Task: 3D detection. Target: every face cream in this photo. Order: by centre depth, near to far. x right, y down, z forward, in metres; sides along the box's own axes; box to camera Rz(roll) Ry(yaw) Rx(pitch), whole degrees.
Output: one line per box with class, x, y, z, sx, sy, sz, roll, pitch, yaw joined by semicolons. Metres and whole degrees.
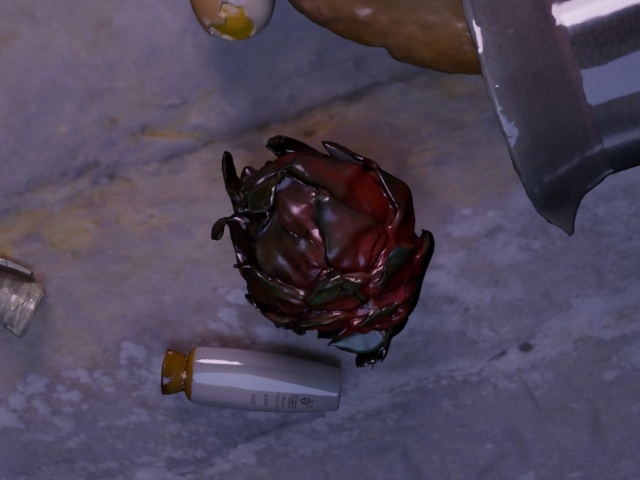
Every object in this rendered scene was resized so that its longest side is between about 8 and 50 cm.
face cream;-0.070;0.141;1.511;0.182;0.051;0.072;5;132;-1

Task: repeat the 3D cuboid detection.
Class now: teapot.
teapot;0.269;-0.178;0.957;0.344;0.253;0.300;-17;84;12
teapot;-0.315;0.050;1.457;0.083;0.057;0.067;24;91;-11

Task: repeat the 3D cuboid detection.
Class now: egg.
egg;-0.073;-0.205;1.202;0.071;0.071;0.083;-10;127;13

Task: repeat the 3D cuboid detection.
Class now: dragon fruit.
dragon fruit;0.006;0.004;1.313;0.182;0.182;0.188;-18;146;19

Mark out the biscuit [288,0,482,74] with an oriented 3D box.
biscuit;0.121;-0.312;1.068;0.446;0.104;0.429;-28;121;26
